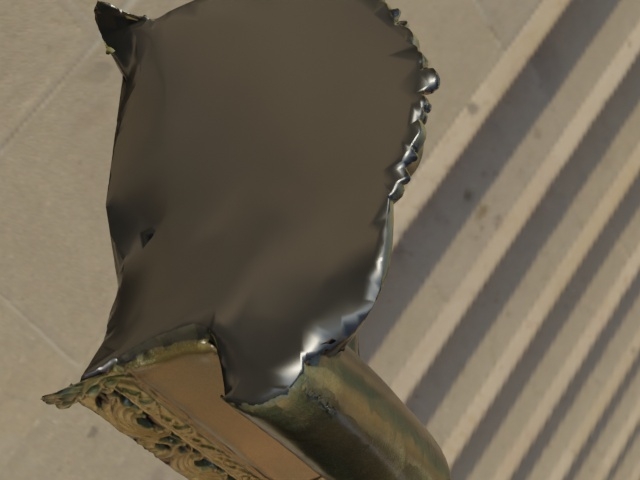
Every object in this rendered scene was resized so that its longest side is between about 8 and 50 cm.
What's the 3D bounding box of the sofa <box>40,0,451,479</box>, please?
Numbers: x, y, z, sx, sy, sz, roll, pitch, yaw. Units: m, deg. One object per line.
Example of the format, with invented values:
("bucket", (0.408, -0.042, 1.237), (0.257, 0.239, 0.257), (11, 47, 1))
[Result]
("sofa", (0.000, 0.000, 0.567), (0.200, 0.182, 0.258), (53, 30, -51))
